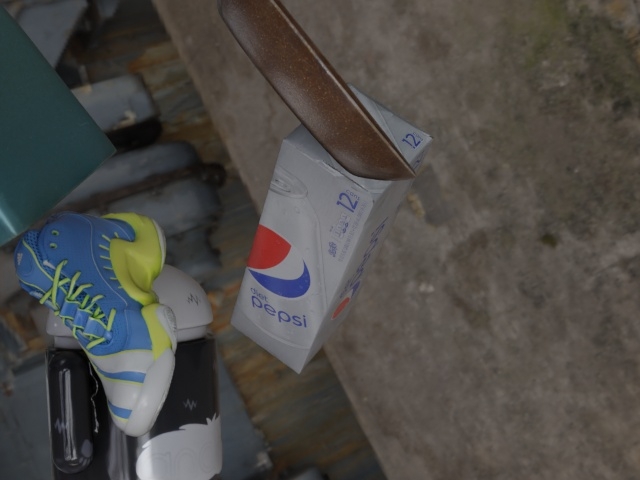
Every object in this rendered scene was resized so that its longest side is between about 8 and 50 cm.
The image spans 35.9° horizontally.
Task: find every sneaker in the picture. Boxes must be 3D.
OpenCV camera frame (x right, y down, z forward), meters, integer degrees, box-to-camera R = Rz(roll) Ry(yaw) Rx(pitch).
[{"bbox_3d":[-0.188,0.057,0.794,0.240,0.126,0.091,-109,38,-54],"label":"sneaker"}]

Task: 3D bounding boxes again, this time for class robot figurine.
[{"bbox_3d":[-0.188,0.159,0.988,0.209,0.173,0.278,179,88,-70],"label":"robot figurine"}]

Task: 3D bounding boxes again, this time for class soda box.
[{"bbox_3d":[0.000,0.000,0.888,0.091,0.098,0.286,35,144,11],"label":"soda box"}]

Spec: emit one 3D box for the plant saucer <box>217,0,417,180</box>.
[{"bbox_3d":[-0.009,-0.109,0.658,0.198,0.036,0.198,49,-172,-9],"label":"plant saucer"}]

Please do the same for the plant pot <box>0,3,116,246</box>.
[{"bbox_3d":[-0.288,-0.098,0.649,0.165,0.166,0.234,-26,106,19],"label":"plant pot"}]
